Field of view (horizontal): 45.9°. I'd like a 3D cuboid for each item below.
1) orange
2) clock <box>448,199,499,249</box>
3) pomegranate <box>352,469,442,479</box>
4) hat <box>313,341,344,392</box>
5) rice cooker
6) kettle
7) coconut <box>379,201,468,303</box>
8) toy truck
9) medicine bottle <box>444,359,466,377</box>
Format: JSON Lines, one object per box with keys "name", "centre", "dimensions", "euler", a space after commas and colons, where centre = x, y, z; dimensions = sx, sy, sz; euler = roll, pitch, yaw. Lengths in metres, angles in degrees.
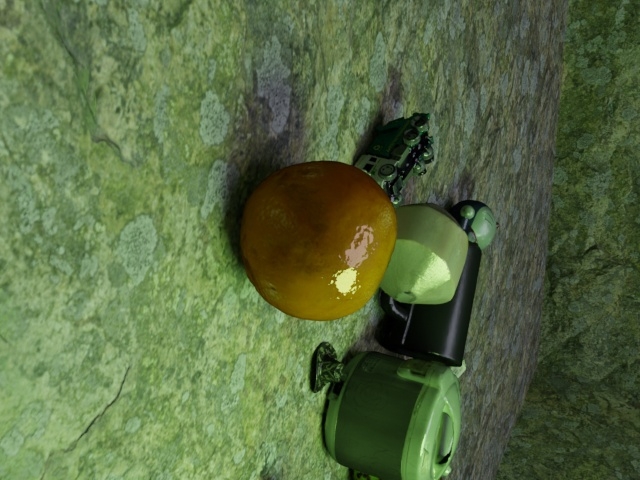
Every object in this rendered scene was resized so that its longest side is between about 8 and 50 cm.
{"name": "orange", "centre": [0.000, 0.000, 1.195], "dimensions": [0.261, 0.261, 0.261], "euler": [-38, 135, -53]}
{"name": "clock", "centre": [0.404, -0.019, 2.131], "dimensions": [0.243, 0.147, 0.199], "euler": [-41, 142, -45]}
{"name": "pomegranate", "centre": [0.181, 0.612, 1.856], "dimensions": [0.231, 0.231, 0.285], "euler": [32, 73, -64]}
{"name": "hat", "centre": [0.021, 0.272, 1.577], "dimensions": [0.121, 0.050, 0.121], "euler": [12, 90, -68]}
{"name": "rice cooker", "centre": [0.176, 0.398, 1.694], "dimensions": [0.288, 0.277, 0.288], "euler": [-36, 131, -56]}
{"name": "kettle", "centre": [0.261, 0.138, 1.908], "dimensions": [0.203, 0.262, 0.308], "euler": [144, -38, -74]}
{"name": "coconut", "centre": [0.213, 0.037, 1.684], "dimensions": [0.241, 0.241, 0.241], "euler": [-38, 135, -53]}
{"name": "toy truck", "centre": [0.148, -0.172, 1.570], "dimensions": [0.216, 0.116, 0.110], "euler": [-54, 146, -27]}
{"name": "medicine bottle", "centre": [0.263, 0.369, 1.976], "dimensions": [0.201, 0.171, 0.052], "euler": [-35, 105, -47]}
